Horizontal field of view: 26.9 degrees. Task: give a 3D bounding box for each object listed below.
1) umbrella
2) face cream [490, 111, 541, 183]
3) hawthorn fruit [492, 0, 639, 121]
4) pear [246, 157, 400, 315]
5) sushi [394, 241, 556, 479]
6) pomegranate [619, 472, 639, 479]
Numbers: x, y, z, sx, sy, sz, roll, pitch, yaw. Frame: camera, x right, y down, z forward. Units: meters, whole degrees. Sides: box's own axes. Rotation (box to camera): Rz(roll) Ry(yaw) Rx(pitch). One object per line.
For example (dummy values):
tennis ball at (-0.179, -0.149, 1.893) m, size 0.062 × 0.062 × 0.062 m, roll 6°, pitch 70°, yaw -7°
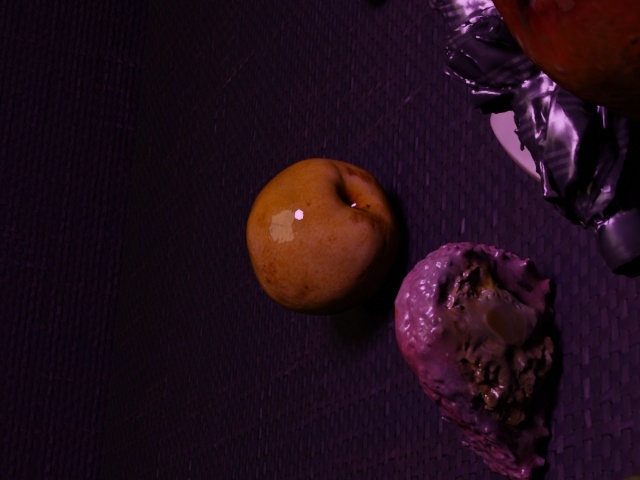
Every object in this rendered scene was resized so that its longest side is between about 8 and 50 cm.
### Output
umbrella at (0.205, -0.122, 1.235) m, size 0.128 × 0.154 × 0.336 m, roll 102°, pitch 154°, yaw -72°
face cream at (0.267, -0.229, 1.343) m, size 0.173 × 0.081 × 0.348 m, roll 41°, pitch 118°, yaw 56°
hawthorn fruit at (0.257, -0.241, 1.086) m, size 0.268 × 0.301 × 0.267 m, roll -42°, pitch 39°, yaw 47°
pear at (0.000, 0.000, 1.752) m, size 0.209 × 0.209 × 0.209 m, roll -169°, pitch 90°, yaw -69°
sushi at (0.153, 0.116, 1.355) m, size 0.107 × 0.161 × 0.241 m, roll 160°, pitch 120°, yaw -64°
pomegranate at (0.277, 0.254, 1.061) m, size 0.122 × 0.122 × 0.161 m, roll -5°, pitch 102°, yaw 68°
